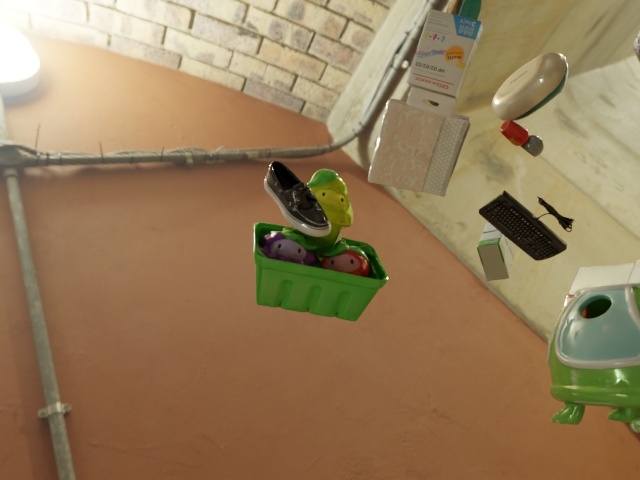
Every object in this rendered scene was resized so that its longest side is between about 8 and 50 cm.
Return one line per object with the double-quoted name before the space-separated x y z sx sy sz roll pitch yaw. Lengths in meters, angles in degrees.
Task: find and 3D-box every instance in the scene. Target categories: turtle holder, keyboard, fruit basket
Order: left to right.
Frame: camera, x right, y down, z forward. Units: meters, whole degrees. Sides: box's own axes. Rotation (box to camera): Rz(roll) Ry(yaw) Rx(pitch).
"fruit basket" 0.000 0.000 1.408 0.392 0.392 0.283 18 -160 -14
"keyboard" 0.707 -0.057 1.700 0.317 0.201 0.033 35 -140 -15
"turtle holder" 0.520 0.184 0.817 0.243 0.320 0.227 4 -105 -8

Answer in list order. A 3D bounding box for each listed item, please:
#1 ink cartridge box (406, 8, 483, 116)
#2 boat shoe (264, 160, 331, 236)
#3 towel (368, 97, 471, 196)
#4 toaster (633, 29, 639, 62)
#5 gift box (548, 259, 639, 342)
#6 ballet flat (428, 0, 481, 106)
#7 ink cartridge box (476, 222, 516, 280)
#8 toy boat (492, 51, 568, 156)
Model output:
"ink cartridge box" 0.241 -0.350 1.016 0.104 0.181 0.061 21 -165 16
"boat shoe" -0.050 -0.100 1.126 0.080 0.076 0.228 -15 -133 -29
"towel" 0.367 -0.341 1.926 0.317 0.331 0.053 12 -151 -1
"toaster" 0.763 -0.399 1.052 0.227 0.129 0.146 29 -176 -36
"gift box" 0.742 0.198 1.159 0.276 0.258 0.255 26 -102 -9
"ballet flat" 0.385 -0.580 1.555 0.116 0.342 0.124 9 -168 -23
"ink cartridge box" 0.673 0.034 1.937 0.208 0.087 0.153 -48 -60 -51
"toy boat" 0.646 -0.410 1.580 0.148 0.267 0.318 29 -115 -17
